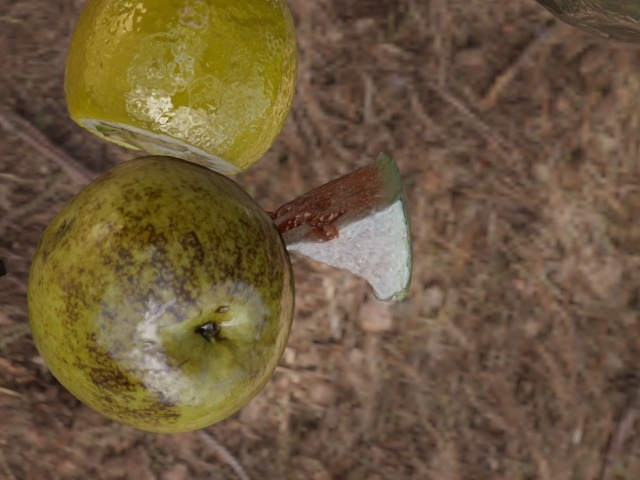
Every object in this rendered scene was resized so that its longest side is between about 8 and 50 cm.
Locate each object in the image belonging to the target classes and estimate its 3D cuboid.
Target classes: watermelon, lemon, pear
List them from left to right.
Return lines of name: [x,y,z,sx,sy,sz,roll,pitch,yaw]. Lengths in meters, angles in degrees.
pear: [-0.112,0.043,1.193,0.197,0.197,0.197,-7,100,-41]
lemon: [-0.134,-0.193,1.715,0.240,0.240,0.219,22,84,-41]
watermelon: [0.016,-0.018,1.401,0.158,0.098,0.121,20,102,-7]

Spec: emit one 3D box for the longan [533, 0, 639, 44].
longan: [0.222,-0.245,1.099,0.248,0.248,0.248,-7,100,-41]

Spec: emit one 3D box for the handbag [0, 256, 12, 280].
handbag: [-0.418,-0.005,1.739,0.113,0.257,0.285,-28,87,-21]
